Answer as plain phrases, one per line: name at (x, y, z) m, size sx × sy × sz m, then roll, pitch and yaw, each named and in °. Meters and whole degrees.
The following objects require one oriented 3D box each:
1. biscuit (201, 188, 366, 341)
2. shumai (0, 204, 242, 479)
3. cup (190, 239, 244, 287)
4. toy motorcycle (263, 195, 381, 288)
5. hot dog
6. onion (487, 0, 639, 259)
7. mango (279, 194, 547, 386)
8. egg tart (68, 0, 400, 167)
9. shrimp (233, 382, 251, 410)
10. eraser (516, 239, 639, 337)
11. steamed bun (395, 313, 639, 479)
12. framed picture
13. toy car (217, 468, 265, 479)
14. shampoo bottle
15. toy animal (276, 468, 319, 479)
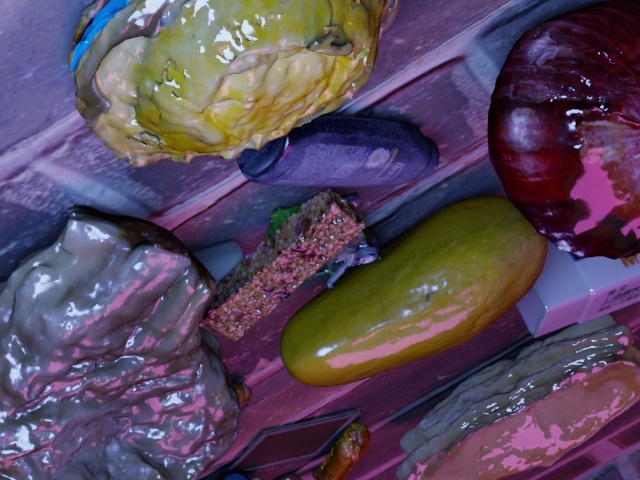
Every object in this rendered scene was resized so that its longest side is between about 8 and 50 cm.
biscuit at (-0.042, 0.027, 1.498) m, size 0.199 × 0.034 × 0.064 m, roll -40°, pitch 136°, yaw 21°
shumai at (-0.216, 0.084, 1.430) m, size 0.346 × 0.217 × 0.283 m, roll 4°, pitch 114°, yaw -26°
cup at (-0.124, 0.035, 1.547) m, size 0.083 × 0.054 × 0.075 m, roll -14°, pitch -176°, yaw -21°
toy motorcycle at (0.000, 0.000, 1.577) m, size 0.106 × 0.074 × 0.190 m, roll -20°, pitch 160°, yaw 8°
hot dog at (0.035, 0.334, 2.348) m, size 0.071 × 0.045 × 0.165 m, roll -48°, pitch 171°, yaw -32°
onion at (0.280, -0.105, 1.421) m, size 0.252 × 0.252 × 0.219 m, roll -15°, pitch -163°, yaw -27°
mango at (0.104, 0.059, 1.700) m, size 0.332 × 0.142 × 0.195 m, roll -27°, pitch 180°, yaw -4°
egg tart at (-0.053, -0.141, 1.160) m, size 0.291 × 0.107 × 0.291 m, roll -23°, pitch 158°, yaw -10°
shrimp at (-0.169, 0.230, 1.910) m, size 0.187 × 0.051 × 0.132 m, roll -15°, pitch 155°, yaw -33°
eraser at (0.372, 0.016, 1.939) m, size 0.287 × 0.130 × 0.086 m, roll -17°, pitch 154°, yaw -19°
steamed bun at (0.332, 0.258, 2.407) m, size 0.428 × 0.189 × 0.247 m, roll -35°, pitch 127°, yaw 17°
framed picture at (-0.044, 0.300, 2.255) m, size 0.183 × 0.011 × 0.142 m, roll -7°, pitch 151°, yaw -38°
toy car at (-0.168, 0.467, 2.226) m, size 0.248 × 0.198 × 0.204 m, roll -7°, pitch 151°, yaw -29°
shampoo bottle at (0.026, -0.083, 1.443) m, size 0.234 × 0.049 × 0.087 m, roll -1°, pitch 148°, yaw -47°
toy animal at (-0.070, 0.477, 2.424) m, size 0.312 × 0.157 × 0.097 m, roll -29°, pitch 159°, yaw 8°
